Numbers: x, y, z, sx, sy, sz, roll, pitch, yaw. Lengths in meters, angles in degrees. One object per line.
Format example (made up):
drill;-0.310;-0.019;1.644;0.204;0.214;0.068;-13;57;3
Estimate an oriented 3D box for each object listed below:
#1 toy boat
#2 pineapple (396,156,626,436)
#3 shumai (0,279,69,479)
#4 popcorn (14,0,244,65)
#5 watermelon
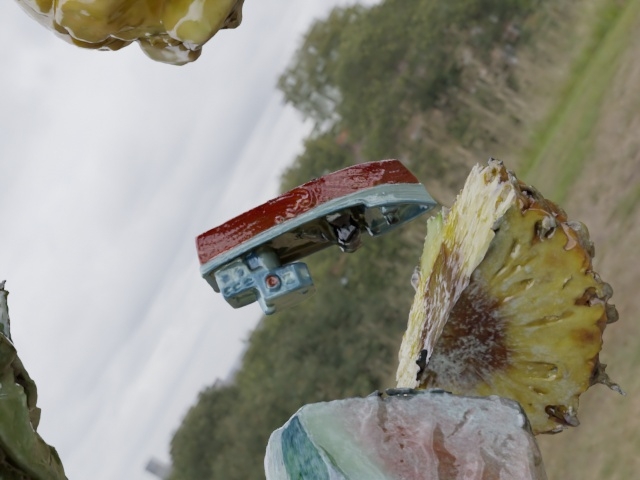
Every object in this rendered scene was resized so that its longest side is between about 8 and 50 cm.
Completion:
toy boat;0.000;0.000;1.822;0.332;0.133;0.145;-25;-18;0
pineapple;0.214;0.064;1.431;0.286;0.209;0.344;-82;13;-65
shumai;-0.426;0.195;1.309;0.395;0.395;0.348;-60;-21;-63
popcorn;-0.231;-0.391;1.568;0.390;0.354;0.344;29;103;50
watermelon;0.118;0.238;1.134;0.258;0.387;0.228;-33;-46;-36
